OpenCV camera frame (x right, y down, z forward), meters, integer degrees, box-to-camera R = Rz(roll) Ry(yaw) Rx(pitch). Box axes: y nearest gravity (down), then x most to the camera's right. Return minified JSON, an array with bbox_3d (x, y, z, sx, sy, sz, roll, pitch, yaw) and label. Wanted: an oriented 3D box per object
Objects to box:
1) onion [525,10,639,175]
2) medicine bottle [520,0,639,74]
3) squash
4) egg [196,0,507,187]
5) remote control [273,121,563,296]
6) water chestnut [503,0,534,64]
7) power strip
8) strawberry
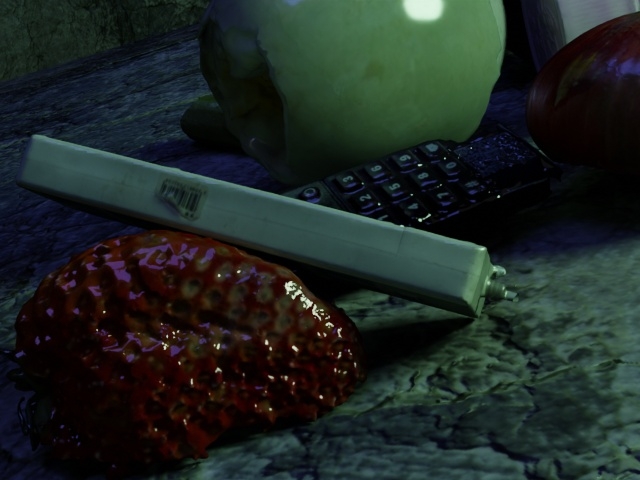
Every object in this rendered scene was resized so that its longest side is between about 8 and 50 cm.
[{"bbox_3d":[0.298,-0.122,0.791,0.248,0.161,0.248,-1,-6,0],"label":"onion"},{"bbox_3d":[0.395,-0.269,1.019,0.325,0.212,0.212,-13,21,6],"label":"medicine bottle"},{"bbox_3d":[-0.128,-0.164,1.323,0.069,0.069,0.239,-27,24,-28],"label":"squash"},{"bbox_3d":[0.053,-0.200,0.991,0.336,0.278,0.278,-25,22,-24],"label":"egg"},{"bbox_3d":[0.000,0.000,0.796,0.399,0.062,0.144,-21,35,-11],"label":"remote control"},{"bbox_3d":[0.314,-0.338,1.245,0.224,0.223,0.238,-5,36,25],"label":"water chestnut"},{"bbox_3d":[-0.040,-0.008,0.675,0.367,0.043,0.106,14,-6,15],"label":"power strip"},{"bbox_3d":[-0.103,0.052,0.627,0.236,0.106,0.175,-21,44,-5],"label":"strawberry"}]
